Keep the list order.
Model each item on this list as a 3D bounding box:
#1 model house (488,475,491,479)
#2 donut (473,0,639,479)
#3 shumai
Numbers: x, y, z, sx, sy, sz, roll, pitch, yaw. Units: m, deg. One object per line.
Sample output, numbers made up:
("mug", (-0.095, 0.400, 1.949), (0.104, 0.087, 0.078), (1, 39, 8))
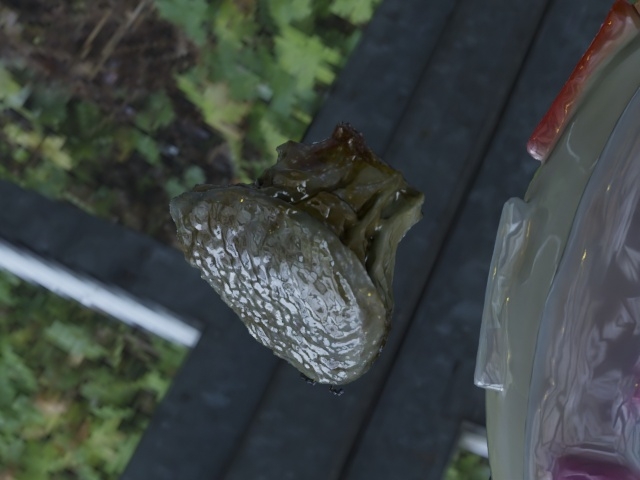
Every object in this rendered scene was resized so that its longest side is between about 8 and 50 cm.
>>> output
("model house", (0.177, 0.140, 1.072), (0.119, 0.148, 0.148), (17, 127, 11))
("donut", (0.218, 0.043, 0.582), (0.382, 0.382, 0.142), (48, 169, -24))
("shumai", (0.002, 0.000, 0.897), (0.145, 0.116, 0.145), (33, 150, 22))
